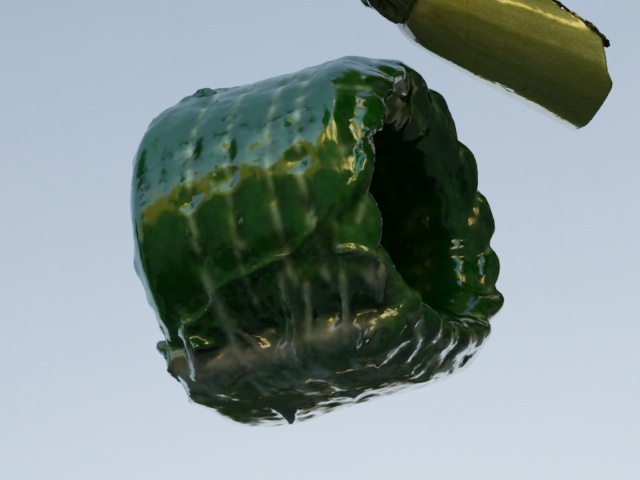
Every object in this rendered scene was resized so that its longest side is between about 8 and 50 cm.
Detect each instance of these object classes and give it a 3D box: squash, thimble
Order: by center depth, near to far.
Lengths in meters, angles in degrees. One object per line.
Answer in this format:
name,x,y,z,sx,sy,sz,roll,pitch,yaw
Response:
thimble,0.000,0.000,0.419,0.090,0.130,0.118,-15,-71,22
squash,0.113,-0.156,0.913,0.200,0.090,0.075,26,-94,-9
